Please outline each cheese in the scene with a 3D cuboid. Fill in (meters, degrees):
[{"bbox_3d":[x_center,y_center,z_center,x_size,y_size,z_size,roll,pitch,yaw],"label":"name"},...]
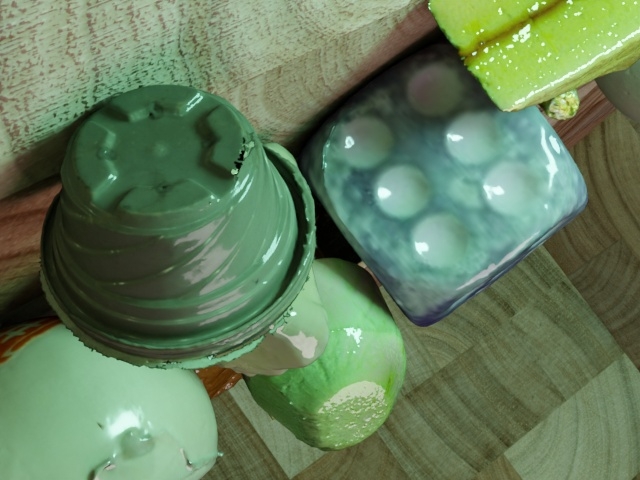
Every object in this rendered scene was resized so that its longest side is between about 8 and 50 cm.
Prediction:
[{"bbox_3d":[-0.124,0.005,1.252,0.247,0.251,0.173,14,157,-31],"label":"cheese"}]

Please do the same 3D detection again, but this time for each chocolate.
[{"bbox_3d":[0.259,-0.207,1.417,0.085,0.085,0.219,-38,-149,17],"label":"chocolate"}]

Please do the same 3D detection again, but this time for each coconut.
[{"bbox_3d":[-0.005,0.127,1.422,0.205,0.236,0.236,-55,164,25],"label":"coconut"}]

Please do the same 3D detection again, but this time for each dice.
[{"bbox_3d":[0.150,-0.071,1.456,0.270,0.270,0.271,-37,172,2],"label":"dice"}]

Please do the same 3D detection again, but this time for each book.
[{"bbox_3d":[0.000,0.000,1.674,0.228,0.160,0.024,-38,145,17],"label":"book"}]

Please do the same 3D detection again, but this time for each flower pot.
[{"bbox_3d":[-0.117,-0.029,0.919,0.235,0.235,0.140,-33,151,-20],"label":"flower pot"}]

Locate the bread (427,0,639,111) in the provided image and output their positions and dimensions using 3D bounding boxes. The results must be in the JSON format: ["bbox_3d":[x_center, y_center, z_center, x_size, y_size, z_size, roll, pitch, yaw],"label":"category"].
[{"bbox_3d":[0.239,-0.234,1.311,0.264,0.168,0.163,-30,171,-16],"label":"bread"}]

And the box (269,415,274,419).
[{"bbox_3d":[-0.077,0.123,1.716,0.153,0.279,0.041,-36,136,-7],"label":"box"}]

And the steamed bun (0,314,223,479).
[{"bbox_3d":[-0.307,0.211,1.260,0.374,0.241,0.374,-27,175,-2],"label":"steamed bun"}]

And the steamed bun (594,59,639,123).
[{"bbox_3d":[0.537,-0.281,1.689,0.206,0.324,0.324,-62,-174,-29],"label":"steamed bun"}]

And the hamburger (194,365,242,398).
[{"bbox_3d":[-0.162,0.105,1.519,0.330,0.162,0.209,-30,164,-39],"label":"hamburger"}]
